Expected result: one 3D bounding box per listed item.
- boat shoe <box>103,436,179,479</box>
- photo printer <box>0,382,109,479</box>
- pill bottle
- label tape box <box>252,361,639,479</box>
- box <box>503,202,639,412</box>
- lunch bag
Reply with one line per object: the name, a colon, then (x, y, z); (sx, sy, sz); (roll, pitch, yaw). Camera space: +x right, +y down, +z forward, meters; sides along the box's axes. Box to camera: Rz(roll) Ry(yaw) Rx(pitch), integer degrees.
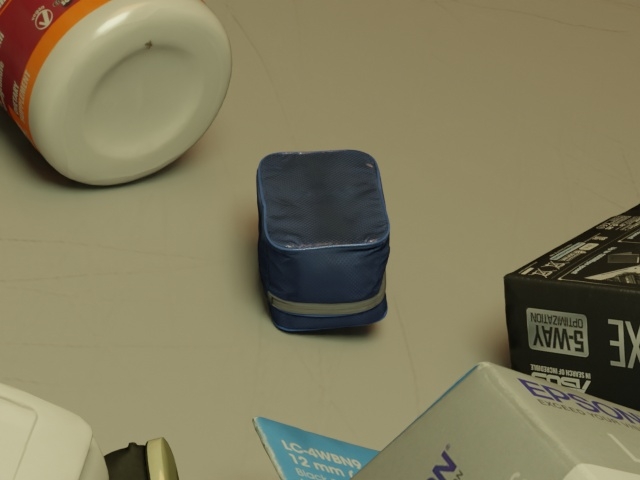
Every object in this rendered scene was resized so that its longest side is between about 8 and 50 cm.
boat shoe: (-0.071, 0.138, 0.635); (0.042, 0.049, 0.133); (-15, 47, -1)
photo printer: (-0.218, 0.148, 0.487); (0.256, 0.107, 0.307); (17, 34, -5)
pill bottle: (-0.154, -0.139, 0.912); (0.121, 0.121, 0.221); (-11, 44, -37)
label tape box: (0.153, 0.142, 0.575); (0.249, 0.115, 0.347); (19, 18, -30)
box: (0.282, 0.017, 0.851); (0.242, 0.076, 0.307); (6, 21, 39)
lunch bag: (0.000, 0.000, 0.844); (0.067, 0.065, 0.098); (-2, 37, -3)
